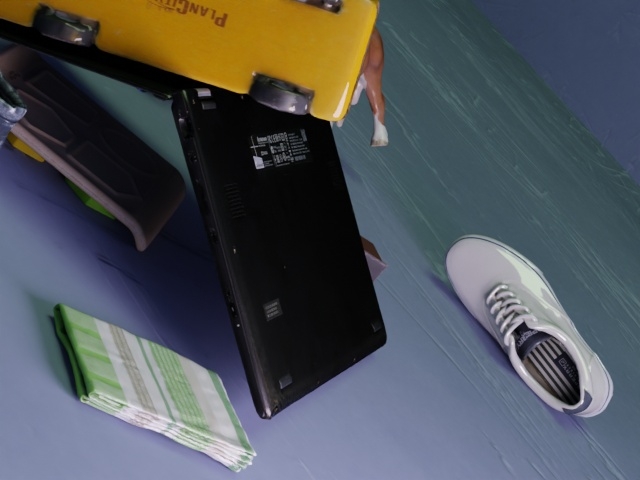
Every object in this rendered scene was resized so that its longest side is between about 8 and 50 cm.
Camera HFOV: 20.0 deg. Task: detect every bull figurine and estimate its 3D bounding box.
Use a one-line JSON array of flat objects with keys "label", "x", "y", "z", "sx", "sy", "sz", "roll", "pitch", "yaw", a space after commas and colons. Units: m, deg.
[{"label": "bull figurine", "x": -0.006, "y": -0.201, "z": 2.104, "sx": 0.310, "sy": 0.101, "sz": 0.188, "roll": -6, "pitch": 93, "yaw": -62}]

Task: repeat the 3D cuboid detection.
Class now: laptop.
[{"label": "laptop", "x": -0.142, "y": -0.051, "z": 1.585, "sx": 0.382, "sy": 0.236, "sz": 0.408, "roll": -20, "pitch": 95, "yaw": -73}]

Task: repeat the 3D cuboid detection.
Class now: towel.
[{"label": "towel", "x": -0.123, "y": 0.108, "z": 1.315, "sx": 0.152, "sy": 0.023, "sz": 0.113, "roll": 27, "pitch": 18, "yaw": -34}]

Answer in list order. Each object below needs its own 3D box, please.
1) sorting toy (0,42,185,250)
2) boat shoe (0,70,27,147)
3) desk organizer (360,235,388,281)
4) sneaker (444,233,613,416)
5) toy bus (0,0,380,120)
[{"label": "sorting toy", "x": -0.213, "y": -0.085, "z": 1.592, "sx": 0.208, "sy": 0.038, "sz": 0.193, "roll": 44, "pitch": 16, "yaw": -6}, {"label": "boat shoe", "x": -0.307, "y": -0.131, "z": 1.397, "sx": 0.183, "sy": 0.083, "sz": 0.065, "roll": 43, "pitch": 16, "yaw": 8}, {"label": "desk organizer", "x": 0.000, "y": 0.000, "z": 1.830, "sx": 0.130, "sy": 0.047, "sz": 0.050, "roll": 33, "pitch": 15, "yaw": -27}, {"label": "sneaker", "x": 0.231, "y": 0.090, "z": 2.037, "sx": 0.258, "sy": 0.094, "sz": 0.091, "roll": 47, "pitch": 12, "yaw": 18}, {"label": "toy bus", "x": -0.122, "y": -0.194, "z": 1.455, "sx": 0.333, "sy": 0.108, "sz": 0.130, "roll": 17, "pitch": 9, "yaw": 3}]
